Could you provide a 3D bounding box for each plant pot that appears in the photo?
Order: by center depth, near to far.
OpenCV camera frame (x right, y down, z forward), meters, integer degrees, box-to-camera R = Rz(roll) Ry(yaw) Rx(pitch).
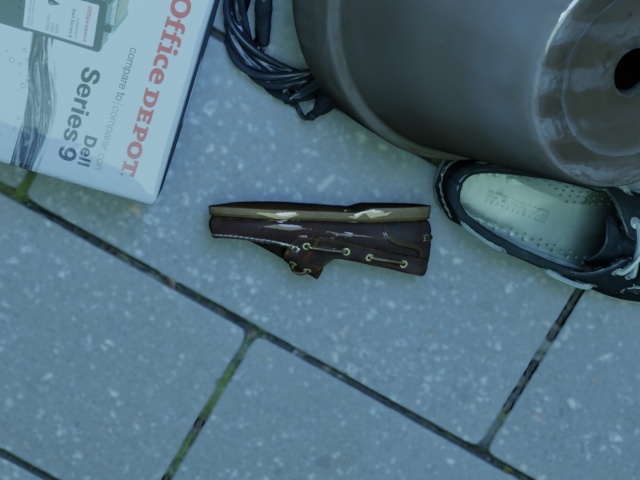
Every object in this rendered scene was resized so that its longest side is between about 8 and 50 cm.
[{"bbox_3d":[0.180,-0.180,1.477,0.323,0.280,0.323,-13,120,-23],"label":"plant pot"}]

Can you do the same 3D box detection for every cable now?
[{"bbox_3d":[0.000,-0.206,1.622,0.184,0.047,0.150,-42,86,28],"label":"cable"}]

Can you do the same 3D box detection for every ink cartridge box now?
[{"bbox_3d":[-0.249,-0.174,1.592,0.289,0.121,0.211,16,98,-5],"label":"ink cartridge box"}]

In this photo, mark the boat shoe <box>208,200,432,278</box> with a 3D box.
[{"bbox_3d":[0.000,0.000,1.661,0.207,0.073,0.073,2,98,-3],"label":"boat shoe"}]

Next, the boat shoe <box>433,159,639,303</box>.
[{"bbox_3d":[0.248,-0.004,1.663,0.303,0.091,0.114,14,99,-5],"label":"boat shoe"}]
